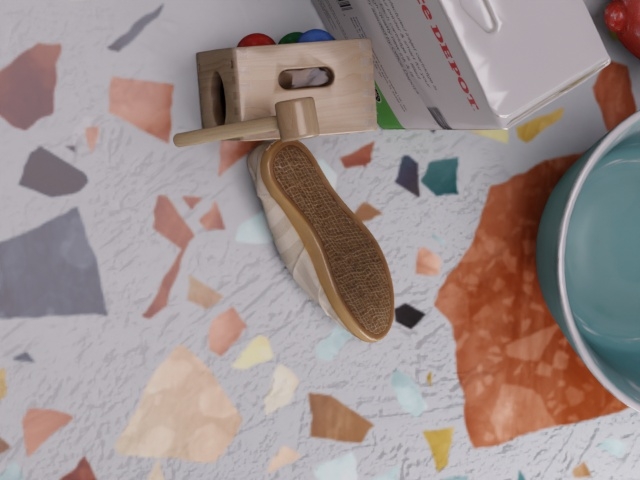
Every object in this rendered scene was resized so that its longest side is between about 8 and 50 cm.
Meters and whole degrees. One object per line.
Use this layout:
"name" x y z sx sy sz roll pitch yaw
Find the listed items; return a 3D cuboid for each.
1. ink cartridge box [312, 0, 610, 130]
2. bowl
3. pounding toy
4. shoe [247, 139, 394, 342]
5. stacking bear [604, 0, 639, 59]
"ink cartridge box" 0.102 -0.211 1.511 0.122 0.289 0.211 -31 103 -14
"bowl" 0.331 0.012 1.674 0.312 0.163 0.311 -2 95 -19
"pounding toy" -0.045 -0.134 1.509 0.181 0.206 0.094 -6 96 -18
"shoe" 0.000 0.000 1.620 0.076 0.058 0.219 -41 110 -33
"stacking bear" 0.391 -0.291 1.683 0.175 0.164 0.289 39 86 -17
